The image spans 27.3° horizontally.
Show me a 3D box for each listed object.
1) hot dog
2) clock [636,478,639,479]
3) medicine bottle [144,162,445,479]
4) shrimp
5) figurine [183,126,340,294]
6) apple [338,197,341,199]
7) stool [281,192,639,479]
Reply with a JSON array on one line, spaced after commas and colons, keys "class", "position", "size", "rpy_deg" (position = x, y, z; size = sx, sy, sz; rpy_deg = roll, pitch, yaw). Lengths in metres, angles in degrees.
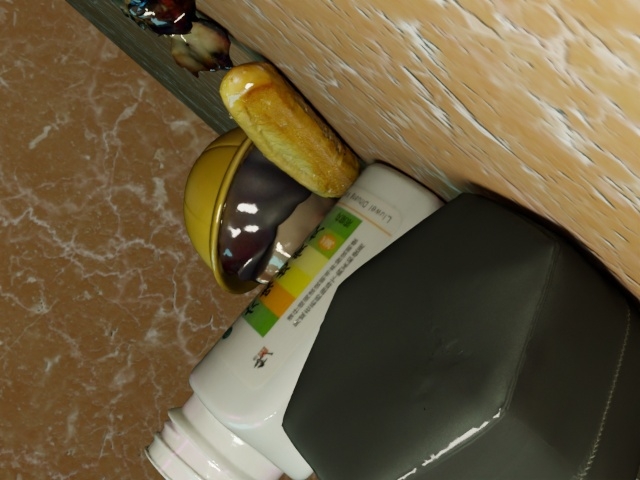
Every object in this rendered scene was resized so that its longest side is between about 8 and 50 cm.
[{"class": "hot dog", "position": [-0.028, -0.100, 1.186], "size": [0.215, 0.066, 0.047], "rpy_deg": [40, -153, -54]}, {"class": "clock", "position": [0.330, 0.317, 0.848], "size": [0.376, 0.250, 0.368], "rpy_deg": [39, 178, 29]}, {"class": "medicine bottle", "position": [-0.007, 0.092, 1.133], "size": [0.124, 0.324, 0.179], "rpy_deg": [40, 179, -25]}, {"class": "shrimp", "position": [-0.134, -0.194, 1.064], "size": [0.222, 0.054, 0.290], "rpy_deg": [43, -179, -38]}, {"class": "figurine", "position": [-0.022, -0.007, 1.337], "size": [0.257, 0.167, 0.192], "rpy_deg": [39, -144, 0]}, {"class": "apple", "position": [0.000, 0.000, 1.490], "size": [0.163, 0.163, 0.139], "rpy_deg": [39, -174, 25]}, {"class": "stool", "position": [0.098, 0.093, 0.836], "size": [0.141, 0.232, 0.232], "rpy_deg": [38, 179, -27]}]
